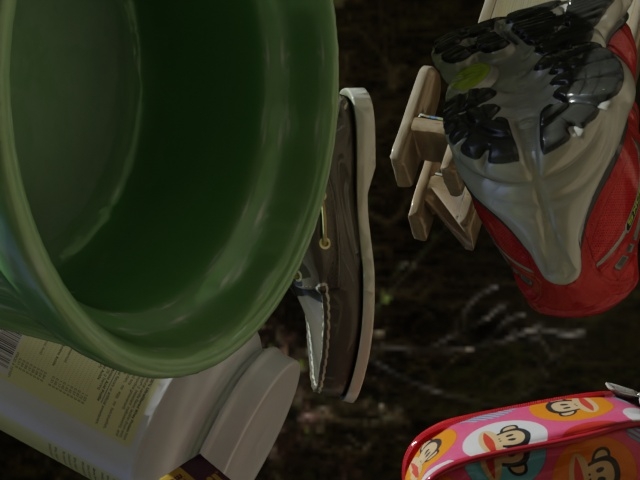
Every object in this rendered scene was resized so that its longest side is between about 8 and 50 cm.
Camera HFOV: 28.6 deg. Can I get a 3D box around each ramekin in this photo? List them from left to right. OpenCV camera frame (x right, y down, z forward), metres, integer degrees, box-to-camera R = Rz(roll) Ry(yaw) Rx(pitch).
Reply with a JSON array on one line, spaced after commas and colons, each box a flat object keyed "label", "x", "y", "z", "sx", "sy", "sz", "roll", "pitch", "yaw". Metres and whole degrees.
[{"label": "ramekin", "x": -0.124, "y": -0.085, "z": 0.681, "sx": 0.303, "sy": 0.148, "sz": 0.303, "roll": -16, "pitch": -72, "yaw": -60}]

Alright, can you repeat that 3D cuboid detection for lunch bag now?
[{"label": "lunch bag", "x": 0.209, "y": 0.271, "z": 1.000, "sx": 0.120, "sy": 0.258, "sz": 0.293, "roll": -112, "pitch": 11, "yaw": -80}]

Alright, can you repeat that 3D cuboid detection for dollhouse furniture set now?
[{"label": "dollhouse furniture set", "x": 0.283, "y": -0.161, "z": 1.387, "sx": 0.394, "sy": 0.362, "sz": 0.256, "roll": 65, "pitch": -139, "yaw": -59}]

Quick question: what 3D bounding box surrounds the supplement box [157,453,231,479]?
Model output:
[{"label": "supplement box", "x": -0.048, "y": 0.146, "z": 0.573, "sx": 0.055, "sy": 0.083, "sz": 0.043, "roll": -29, "pitch": -38, "yaw": -42}]

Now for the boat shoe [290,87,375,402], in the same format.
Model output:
[{"label": "boat shoe", "x": -0.001, "y": 0.001, "z": 1.191, "sx": 0.109, "sy": 0.091, "sz": 0.305, "roll": 146, "pitch": 126, "yaw": -71}]

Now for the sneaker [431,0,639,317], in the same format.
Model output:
[{"label": "sneaker", "x": 0.116, "y": -0.049, "z": 0.634, "sx": 0.279, "sy": 0.107, "sz": 0.118, "roll": -63, "pitch": -44, "yaw": -61}]

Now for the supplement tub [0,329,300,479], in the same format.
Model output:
[{"label": "supplement tub", "x": -0.210, "y": 0.149, "z": 1.377, "sx": 0.235, "sy": 0.324, "sz": 0.235, "roll": -59, "pitch": -13, "yaw": -22}]
